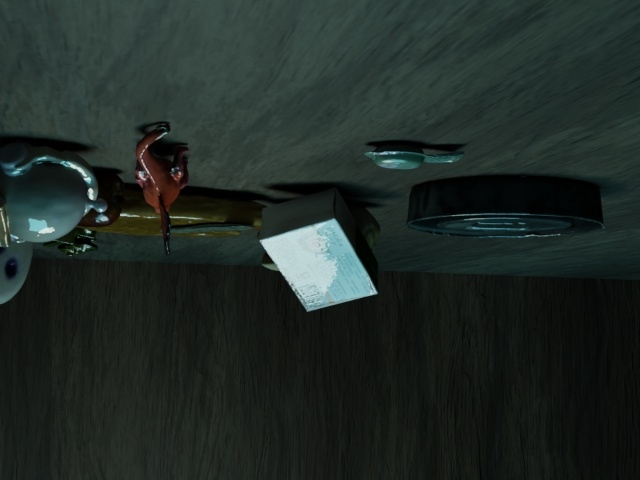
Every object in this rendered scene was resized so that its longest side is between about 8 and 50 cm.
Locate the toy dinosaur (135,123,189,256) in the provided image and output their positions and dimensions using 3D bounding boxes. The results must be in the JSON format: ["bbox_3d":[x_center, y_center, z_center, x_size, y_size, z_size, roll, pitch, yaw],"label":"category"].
[{"bbox_3d":[-0.203,-0.053,1.269,0.070,0.138,0.286,1,174,-8],"label":"toy dinosaur"}]

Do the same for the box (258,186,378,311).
[{"bbox_3d":[0.001,0.018,1.644,0.135,0.081,0.199,-15,135,17],"label":"box"}]

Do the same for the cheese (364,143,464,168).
[{"bbox_3d":[0.114,-0.104,1.245,0.121,0.026,0.067,2,175,-9],"label":"cheese"}]

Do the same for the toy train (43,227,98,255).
[{"bbox_3d":[-0.503,-0.026,1.917,0.137,0.090,0.225,12,170,-26],"label":"toy train"}]

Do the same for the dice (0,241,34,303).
[{"bbox_3d":[-0.583,0.000,1.569,0.193,0.191,0.194,4,177,22],"label":"dice"}]

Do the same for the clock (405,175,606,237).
[{"bbox_3d":[0.292,-0.049,1.585,0.313,0.061,0.312,1,174,0],"label":"clock"}]

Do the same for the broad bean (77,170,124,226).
[{"bbox_3d":[-0.375,-0.065,1.503,0.165,0.084,0.114,7,158,7],"label":"broad bean"}]

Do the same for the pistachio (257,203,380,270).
[{"bbox_3d":[0.000,0.000,1.785,0.223,0.126,0.152,-12,-152,-13],"label":"pistachio"}]

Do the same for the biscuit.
[{"bbox_3d":[-0.270,-0.047,1.760,0.352,0.057,0.312,2,175,-8],"label":"biscuit"}]

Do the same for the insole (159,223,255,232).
[{"bbox_3d":[-0.196,-0.020,1.710,0.194,0.006,0.065,-2,174,34],"label":"insole"}]

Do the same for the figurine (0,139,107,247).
[{"bbox_3d":[-0.401,-0.063,1.302,0.237,0.141,0.162,-6,143,-12],"label":"figurine"}]
